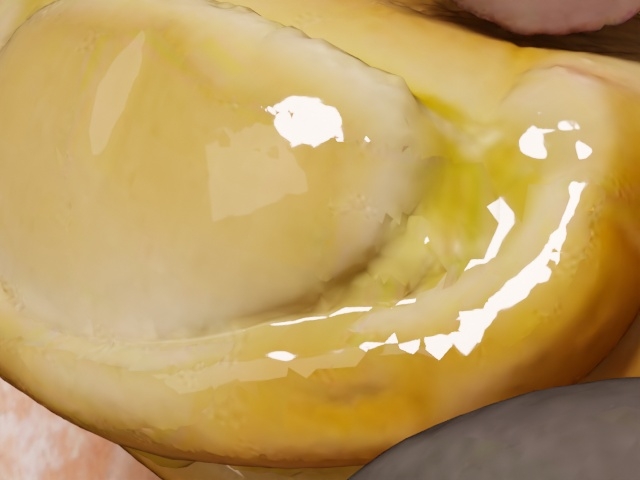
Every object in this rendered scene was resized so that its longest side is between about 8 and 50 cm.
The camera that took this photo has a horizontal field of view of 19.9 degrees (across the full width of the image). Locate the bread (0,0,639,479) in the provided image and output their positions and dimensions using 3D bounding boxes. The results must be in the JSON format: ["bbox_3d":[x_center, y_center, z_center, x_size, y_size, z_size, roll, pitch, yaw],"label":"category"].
[{"bbox_3d":[0.000,0.000,0.645,0.315,0.270,0.211,25,112,36],"label":"bread"}]

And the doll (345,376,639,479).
[{"bbox_3d":[0.204,0.166,0.350,0.382,0.378,0.252,-26,47,32],"label":"doll"}]

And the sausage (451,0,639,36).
[{"bbox_3d":[0.081,-0.168,0.622,0.123,0.123,0.253,-48,13,25],"label":"sausage"}]
